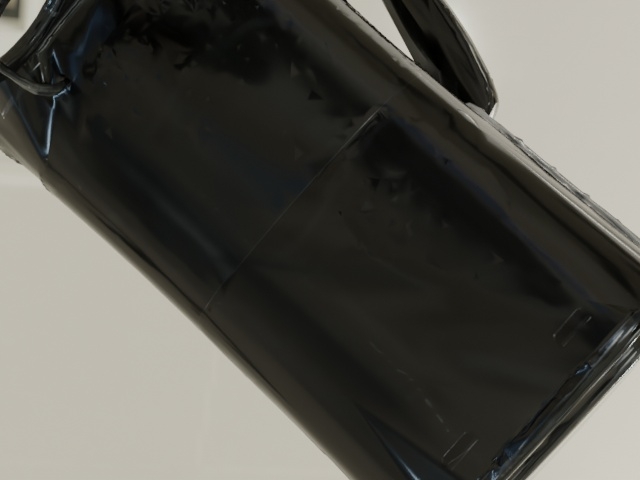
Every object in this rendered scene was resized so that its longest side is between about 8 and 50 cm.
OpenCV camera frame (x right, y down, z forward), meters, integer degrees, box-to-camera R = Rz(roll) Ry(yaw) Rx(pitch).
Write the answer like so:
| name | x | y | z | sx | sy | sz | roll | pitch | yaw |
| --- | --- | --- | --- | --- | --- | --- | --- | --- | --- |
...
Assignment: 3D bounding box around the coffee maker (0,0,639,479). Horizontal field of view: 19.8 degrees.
| name | x | y | z | sx | sy | sz | roll | pitch | yaw |
| --- | --- | --- | --- | --- | --- | --- | --- | --- | --- |
| coffee maker | 0.000 | 0.000 | 0.517 | 0.120 | 0.178 | 0.171 | -54 | 166 | 26 |
